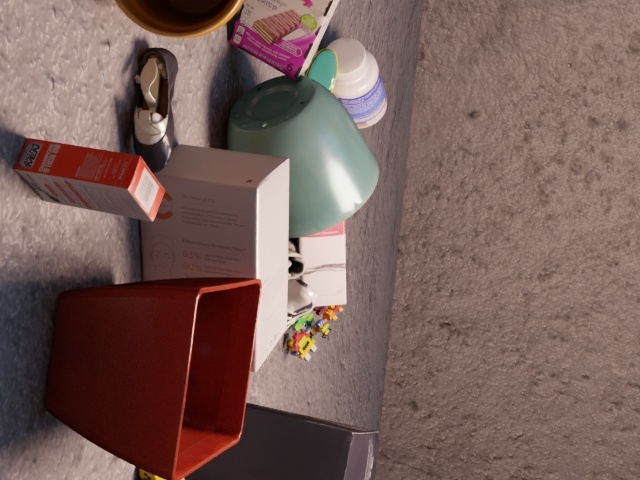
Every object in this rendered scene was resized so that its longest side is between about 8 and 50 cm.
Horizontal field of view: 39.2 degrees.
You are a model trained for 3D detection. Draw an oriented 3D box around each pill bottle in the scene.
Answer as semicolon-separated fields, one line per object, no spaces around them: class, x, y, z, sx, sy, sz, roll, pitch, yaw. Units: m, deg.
pill bottle;0.089;-0.427;2.418;0.272;0.152;0.152;61;40;-67

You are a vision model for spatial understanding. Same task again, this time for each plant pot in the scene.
plant pot;-0.055;-0.189;1.815;0.293;0.293;0.235;-68;146;-40
plant pot;-0.256;0.178;1.347;0.267;0.236;0.267;-3;102;-75
plant pot;-0.200;-0.404;1.346;0.188;0.205;0.205;-82;178;-80

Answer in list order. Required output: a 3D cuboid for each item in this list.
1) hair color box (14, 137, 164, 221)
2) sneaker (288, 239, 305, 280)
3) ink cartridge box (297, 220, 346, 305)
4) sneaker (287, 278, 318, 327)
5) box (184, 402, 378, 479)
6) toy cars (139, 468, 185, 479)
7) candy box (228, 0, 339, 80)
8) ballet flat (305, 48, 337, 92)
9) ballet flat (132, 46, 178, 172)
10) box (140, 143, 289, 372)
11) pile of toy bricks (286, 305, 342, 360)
hair color box;-0.300;-0.079;1.172;0.093;0.167;0.053;67;36;-63
sneaker;-0.083;0.056;2.122;0.262;0.121;0.099;-31;128;-72
ink cartridge box;0.000;0.000;2.287;0.207;0.117;0.283;-98;-174;-57
sneaker;-0.105;0.183;2.042;0.094;0.235;0.153;45;54;-16
box;-0.077;0.467;1.956;0.312;0.343;0.178;42;58;-71
toy cars;-0.263;0.392;1.722;0.176;0.087;0.393;62;39;-66
candy box;-0.060;-0.443;1.702;0.233;0.159;0.071;-61;178;39
ballet flat;-0.007;-0.372;2.284;0.077;0.077;0.230;-115;-147;-79
ballet flat;-0.266;-0.210;1.413;0.074;0.074;0.203;35;58;-73
box;-0.182;0.027;1.576;0.168;0.215;0.345;-52;148;-62
pile of toy bricks;-0.038;0.217;2.459;0.212;0.118;0.105;-53;123;-29
